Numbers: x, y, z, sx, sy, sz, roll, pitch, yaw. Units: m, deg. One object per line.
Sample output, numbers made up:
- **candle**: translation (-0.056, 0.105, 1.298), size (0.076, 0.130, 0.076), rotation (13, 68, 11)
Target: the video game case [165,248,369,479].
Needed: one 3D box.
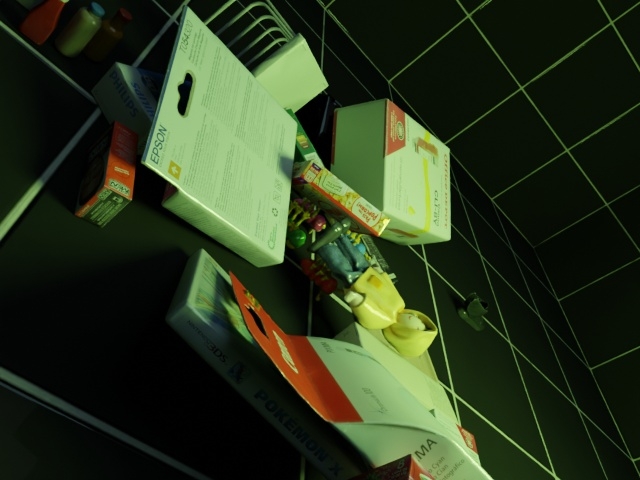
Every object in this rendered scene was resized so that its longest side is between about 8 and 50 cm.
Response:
- **video game case**: translation (-0.071, 0.151, 0.727), size (0.300, 0.036, 0.329), rotation (48, -1, -13)

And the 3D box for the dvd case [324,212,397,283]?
- **dvd case**: translation (0.104, 0.020, 1.381), size (0.221, 0.018, 0.165), rotation (59, 24, 12)

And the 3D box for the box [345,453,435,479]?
- **box**: translation (0.024, 0.340, 0.557), size (0.128, 0.257, 0.122), rotation (49, 28, -10)

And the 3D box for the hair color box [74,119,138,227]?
- **hair color box**: translation (-0.295, -0.095, 0.769), size (0.043, 0.072, 0.141), rotation (33, 32, -39)

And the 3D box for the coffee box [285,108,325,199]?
- **coffee box**: translation (-0.054, -0.199, 1.276), size (0.041, 0.113, 0.184), rotation (-23, 74, -25)

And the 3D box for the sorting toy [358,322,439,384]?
- **sorting toy**: translation (0.162, 0.235, 1.198), size (0.208, 0.038, 0.192), rotation (24, 38, -40)

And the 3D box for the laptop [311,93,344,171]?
- **laptop**: translation (0.052, -0.247, 1.629), size (0.382, 0.237, 0.407), rotation (31, 62, -39)

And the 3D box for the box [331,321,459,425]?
- **box**: translation (0.126, 0.271, 1.000), size (0.275, 0.094, 0.113), rotation (39, 19, -27)

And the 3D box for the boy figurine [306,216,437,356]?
- **boy figurine**: translation (0.096, 0.096, 1.013), size (0.285, 0.092, 0.177), rotation (50, 25, 9)

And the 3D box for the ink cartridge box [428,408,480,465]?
- **ink cartridge box**: translation (0.189, 0.402, 0.918), size (0.128, 0.127, 0.176), rotation (40, 30, -29)

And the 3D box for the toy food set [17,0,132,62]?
- **toy food set**: translation (-0.425, -0.382, 0.866), size (0.232, 0.105, 0.111), rotation (39, 29, -29)

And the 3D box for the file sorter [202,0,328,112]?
- **file sorter**: translation (-0.130, -0.381, 1.197), size (0.173, 0.193, 0.278), rotation (53, 7, 8)

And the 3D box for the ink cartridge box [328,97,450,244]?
- **ink cartridge box**: translation (0.195, -0.159, 1.437), size (0.385, 0.161, 0.278), rotation (17, 72, -54)

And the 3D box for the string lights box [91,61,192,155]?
- **string lights box**: translation (-0.257, -0.220, 0.987), size (0.133, 0.077, 0.260), rotation (59, 25, 11)

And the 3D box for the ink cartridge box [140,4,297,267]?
- **ink cartridge box**: translation (-0.165, -0.164, 0.940), size (0.330, 0.072, 0.323), rotation (39, 46, -45)

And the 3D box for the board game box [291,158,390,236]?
- **board game box**: translation (0.028, -0.083, 1.100), size (0.194, 0.045, 0.147), rotation (36, -7, -16)

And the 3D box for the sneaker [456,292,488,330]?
- **sneaker**: translation (0.487, 0.222, 1.708), size (0.170, 0.089, 0.051), rotation (34, 32, -35)

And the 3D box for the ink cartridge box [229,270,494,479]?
- **ink cartridge box**: translation (0.047, 0.179, 0.712), size (0.385, 0.091, 0.308), rotation (49, -5, -14)

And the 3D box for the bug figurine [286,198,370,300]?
- **bug figurine**: translation (0.000, 0.000, 1.163), size (0.216, 0.072, 0.279), rotation (47, 30, 0)
